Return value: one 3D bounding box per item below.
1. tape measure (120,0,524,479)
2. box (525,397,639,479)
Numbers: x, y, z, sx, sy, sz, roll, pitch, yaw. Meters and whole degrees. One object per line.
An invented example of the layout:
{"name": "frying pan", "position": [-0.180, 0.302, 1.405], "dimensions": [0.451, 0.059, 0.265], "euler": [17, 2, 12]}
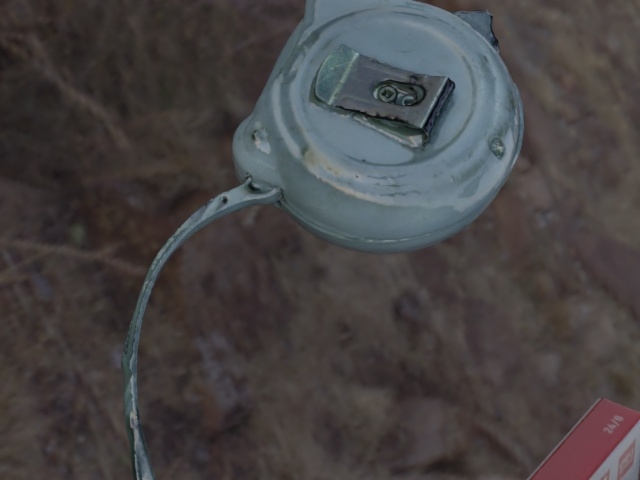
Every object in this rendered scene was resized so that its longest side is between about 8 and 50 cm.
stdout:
{"name": "tape measure", "position": [-0.001, -0.001, 0.931], "dimensions": [0.084, 0.164, 0.330], "euler": [76, 33, -59]}
{"name": "box", "position": [0.205, 0.248, 1.522], "dimensions": [0.229, 0.050, 0.123], "euler": [-39, 140, -40]}
